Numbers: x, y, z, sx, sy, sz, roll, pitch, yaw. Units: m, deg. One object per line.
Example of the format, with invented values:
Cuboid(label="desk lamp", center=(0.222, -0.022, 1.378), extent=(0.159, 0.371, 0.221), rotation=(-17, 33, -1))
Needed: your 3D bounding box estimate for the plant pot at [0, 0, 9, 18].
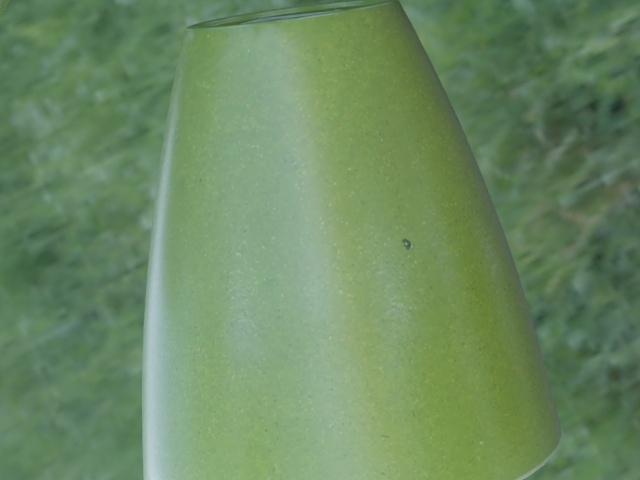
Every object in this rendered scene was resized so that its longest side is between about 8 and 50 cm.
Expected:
Cuboid(label="plant pot", center=(-0.356, -0.190, 1.135), extent=(0.366, 0.353, 0.366), rotation=(39, -162, -15))

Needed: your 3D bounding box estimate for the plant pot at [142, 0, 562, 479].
Cuboid(label="plant pot", center=(0.000, 0.000, 1.110), extent=(0.275, 0.275, 0.293), rotation=(-151, 51, -72))
